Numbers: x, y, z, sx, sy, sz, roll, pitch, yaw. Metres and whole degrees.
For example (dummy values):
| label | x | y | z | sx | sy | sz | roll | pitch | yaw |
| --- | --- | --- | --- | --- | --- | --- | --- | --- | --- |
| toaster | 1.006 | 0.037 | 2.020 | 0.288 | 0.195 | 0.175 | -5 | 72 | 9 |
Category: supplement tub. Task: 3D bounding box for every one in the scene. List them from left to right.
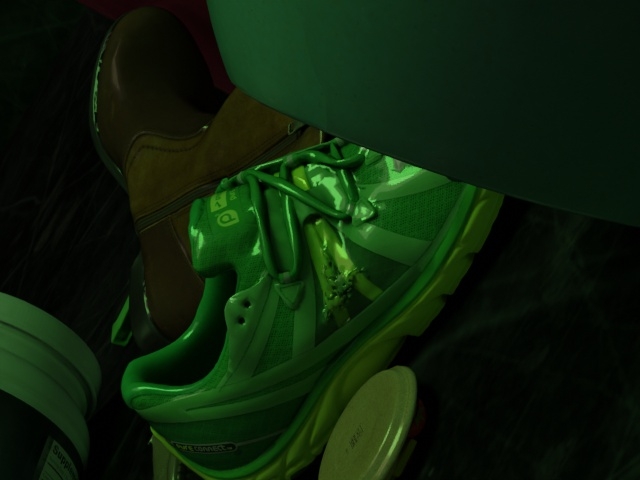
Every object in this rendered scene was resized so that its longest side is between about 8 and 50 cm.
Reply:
| label | x | y | z | sx | sy | sz | roll | pitch | yaw |
| --- | --- | --- | --- | --- | --- | --- | --- | --- | --- |
| supplement tub | -0.276 | 0.187 | 1.372 | 0.191 | 0.191 | 0.272 | -40 | 27 | 51 |

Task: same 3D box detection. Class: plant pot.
| label | x | y | z | sx | sy | sz | roll | pitch | yaw |
| --- | --- | --- | --- | --- | --- | --- | --- | --- | --- |
| plant pot | 0.087 | -0.140 | 0.704 | 0.293 | 0.293 | 0.235 | -129 | 55 | -72 |

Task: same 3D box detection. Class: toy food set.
| label | x | y | z | sx | sy | sz | roll | pitch | yaw |
| --- | --- | --- | --- | --- | --- | --- | --- | --- | --- |
| toy food set | 0.025 | 0.098 | 0.921 | 0.082 | 0.020 | 0.083 | -63 | 17 | -5 |

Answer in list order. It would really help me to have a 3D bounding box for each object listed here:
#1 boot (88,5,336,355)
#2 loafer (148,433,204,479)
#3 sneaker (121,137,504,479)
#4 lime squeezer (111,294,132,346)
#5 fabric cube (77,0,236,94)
| label | x | y | z | sx | sy | sz | roll | pitch | yaw |
| --- | --- | --- | --- | --- | --- | --- | --- | --- | --- |
| boot | -0.064 | -0.082 | 1.203 | 0.280 | 0.096 | 0.264 | 134 | 140 | -58 |
| loafer | -0.074 | 0.108 | 1.137 | 0.050 | 0.056 | 0.148 | -39 | 26 | 38 |
| sneaker | 0.000 | 0.000 | 0.974 | 0.295 | 0.123 | 0.109 | -56 | 17 | 15 |
| lime squeezer | -0.087 | -0.035 | 1.413 | 0.310 | 0.059 | 0.110 | -40 | 26 | 49 |
| fabric cube | -0.048 | -0.276 | 1.343 | 0.254 | 0.259 | 0.258 | -65 | 19 | -15 |
